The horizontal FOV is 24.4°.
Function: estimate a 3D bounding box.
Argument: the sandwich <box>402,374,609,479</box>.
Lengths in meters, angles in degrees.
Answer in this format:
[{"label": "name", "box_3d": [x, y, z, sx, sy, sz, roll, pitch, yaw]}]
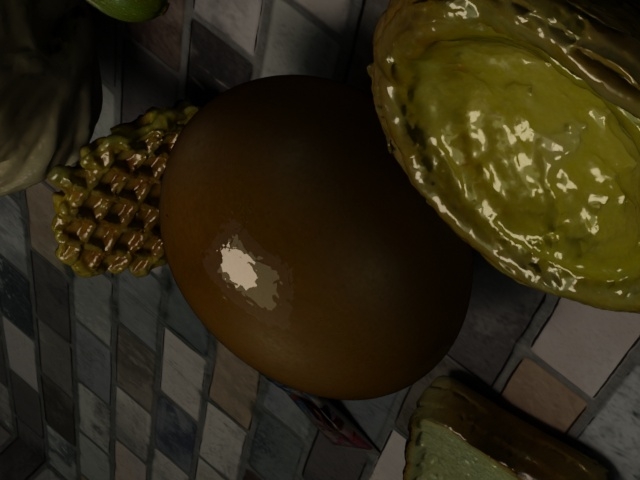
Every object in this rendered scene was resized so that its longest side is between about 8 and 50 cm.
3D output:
[{"label": "sandwich", "box_3d": [0.219, 0.282, 1.759, 0.251, 0.087, 0.226, 29, 152, 24]}]

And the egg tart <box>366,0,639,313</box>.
[{"label": "egg tart", "box_3d": [0.195, -0.097, 1.194, 0.345, 0.132, 0.345, 33, 152, 21]}]

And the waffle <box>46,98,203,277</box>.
[{"label": "waffle", "box_3d": [-0.204, -0.049, 1.732, 0.058, 0.238, 0.243, 52, 158, 39]}]

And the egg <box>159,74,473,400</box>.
[{"label": "egg", "box_3d": [0.000, 0.000, 1.445, 0.283, 0.282, 0.351, -1, 130, 56]}]

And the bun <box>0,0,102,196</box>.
[{"label": "bun", "box_3d": [-0.371, -0.213, 1.665, 0.211, 0.359, 0.359, -1, 134, 22]}]

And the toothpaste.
[{"label": "toothpaste", "box_3d": [-0.019, 0.212, 2.051, 0.096, 0.061, 0.266, 2, 137, 53]}]

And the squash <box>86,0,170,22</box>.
[{"label": "squash", "box_3d": [-0.240, -0.301, 1.574, 0.188, 0.095, 0.095, 42, 154, 1]}]
